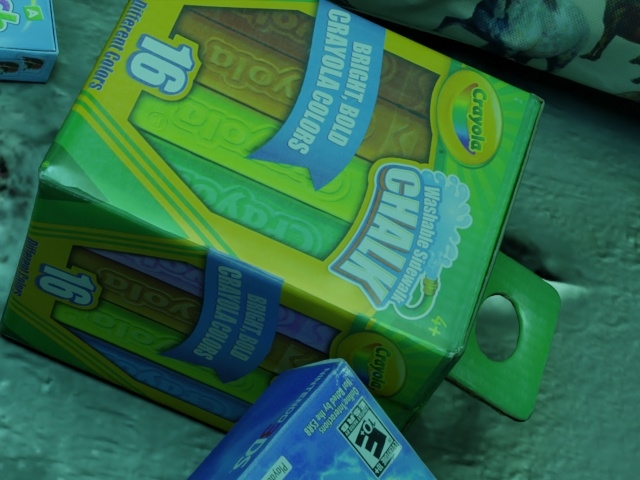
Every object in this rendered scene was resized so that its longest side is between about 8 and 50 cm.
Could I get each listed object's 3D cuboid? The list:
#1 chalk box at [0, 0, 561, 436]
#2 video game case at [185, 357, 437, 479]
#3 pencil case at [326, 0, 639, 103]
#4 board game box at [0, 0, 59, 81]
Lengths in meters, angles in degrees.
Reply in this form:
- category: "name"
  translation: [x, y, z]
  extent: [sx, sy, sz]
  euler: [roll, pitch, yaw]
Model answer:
- category: "chalk box"
  translation: [0.000, 0.000, 0.914]
  extent: [0.289, 0.179, 0.180]
  euler: [23, 57, -4]
- category: "video game case"
  translation: [-0.007, 0.234, 0.785]
  extent: [0.244, 0.061, 0.269]
  euler: [53, 55, -15]
- category: "pencil case"
  translation: [0.134, -0.183, 1.084]
  extent: [0.410, 0.183, 0.160]
  euler: [18, 28, -8]
- category: "board game box"
  translation: [-0.271, -0.175, 1.006]
  extent: [0.212, 0.039, 0.160]
  euler: [1, 60, -22]
